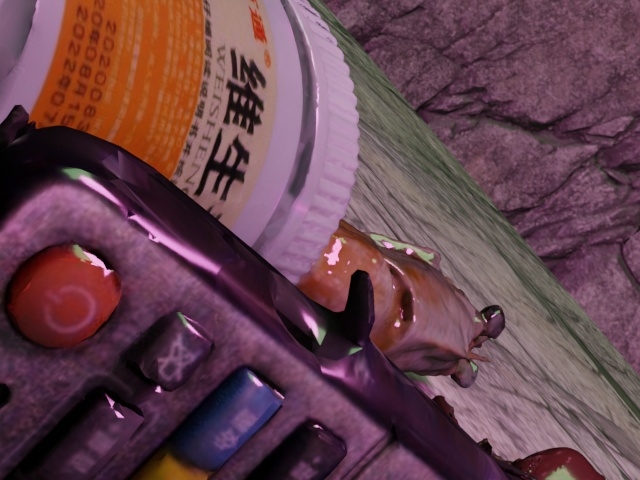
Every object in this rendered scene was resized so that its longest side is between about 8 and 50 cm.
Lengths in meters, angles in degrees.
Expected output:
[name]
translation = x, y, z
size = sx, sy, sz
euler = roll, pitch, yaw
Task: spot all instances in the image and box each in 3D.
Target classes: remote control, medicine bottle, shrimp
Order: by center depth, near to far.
[remote control]
translation = 0.023, 0.117, 0.457
size = 0.399, 0.144, 0.062
euler = 43, 3, -35
[medicine bottle]
translation = -0.106, -0.055, 0.516
size = 0.158, 0.158, 0.318
euler = 51, 10, 18
[shrimp]
translation = 0.000, 0.000, 1.047
size = 0.360, 0.085, 0.247
euler = 32, 11, -47

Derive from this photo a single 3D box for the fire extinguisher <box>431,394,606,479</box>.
[fire extinguisher]
translation = 0.155, 0.205, 0.811
size = 0.341, 0.105, 0.141
euler = 51, -5, 13
